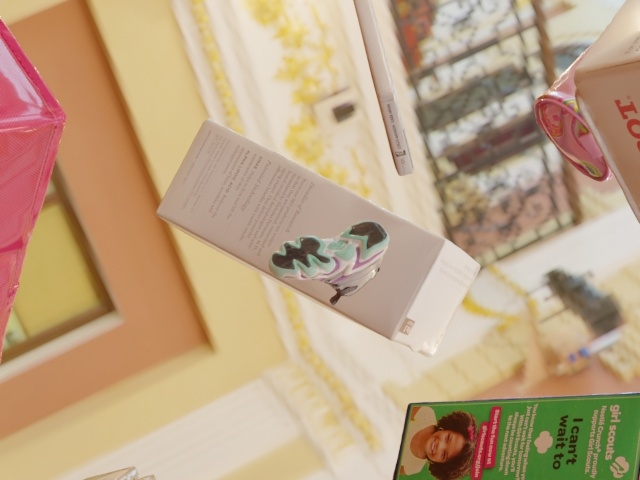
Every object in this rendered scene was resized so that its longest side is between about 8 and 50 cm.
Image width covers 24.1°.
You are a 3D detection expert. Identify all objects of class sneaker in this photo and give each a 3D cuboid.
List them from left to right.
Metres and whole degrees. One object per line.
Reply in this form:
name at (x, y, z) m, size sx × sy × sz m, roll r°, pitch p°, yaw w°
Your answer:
sneaker at (0.006, 0.027, 1.160) m, size 0.069 × 0.098 × 0.038 m, roll 97°, pitch -26°, yaw -47°

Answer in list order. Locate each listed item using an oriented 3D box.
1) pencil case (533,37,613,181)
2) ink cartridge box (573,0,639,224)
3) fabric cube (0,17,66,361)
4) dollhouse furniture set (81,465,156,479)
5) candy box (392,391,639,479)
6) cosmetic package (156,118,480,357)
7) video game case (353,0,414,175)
pencil case at (0.362, -0.190, 1.600) m, size 0.124 × 0.284 × 0.124 m, roll 48°, pitch -12°, yaw 14°
ink cartridge box at (0.354, -0.075, 0.968) m, size 0.307 × 0.129 × 0.223 m, roll -7°, pitch -55°, yaw 44°
fabric cube at (-0.357, -0.050, 0.975) m, size 0.254 × 0.258 × 0.259 m, roll 51°, pitch -42°, yaw 28°
dollhouse furniture set at (-0.261, 0.367, 1.324) m, size 0.198 × 0.303 × 0.287 m, roll 10°, pitch 66°, yaw -80°
candy box at (0.287, 0.267, 1.673) m, size 0.317 × 0.122 × 0.268 m, roll -10°, pitch -30°, yaw 40°
cosmetic package at (0.000, 0.000, 2.020) m, size 0.385 × 0.156 × 0.217 m, roll 26°, pitch -1°, yaw 19°
video game case at (0.062, -0.190, 1.629) m, size 0.173 × 0.022 × 0.190 m, roll 68°, pitch 8°, yaw -62°
